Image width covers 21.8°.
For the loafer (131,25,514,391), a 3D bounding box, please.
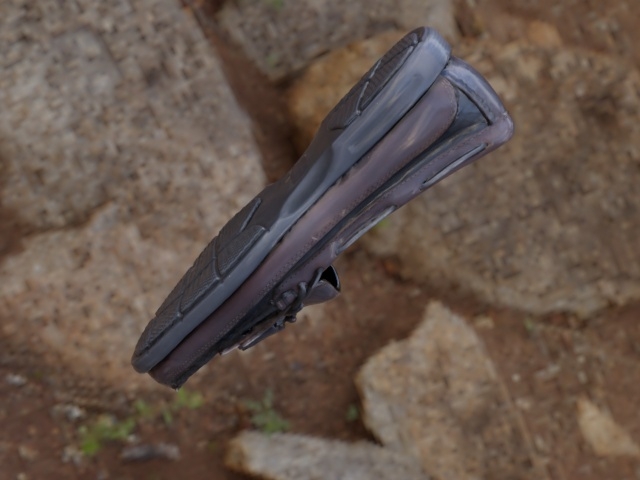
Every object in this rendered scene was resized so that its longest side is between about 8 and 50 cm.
[{"bbox_3d":[0.000,0.000,1.080,0.095,0.302,0.109,39,16,-13],"label":"loafer"}]
